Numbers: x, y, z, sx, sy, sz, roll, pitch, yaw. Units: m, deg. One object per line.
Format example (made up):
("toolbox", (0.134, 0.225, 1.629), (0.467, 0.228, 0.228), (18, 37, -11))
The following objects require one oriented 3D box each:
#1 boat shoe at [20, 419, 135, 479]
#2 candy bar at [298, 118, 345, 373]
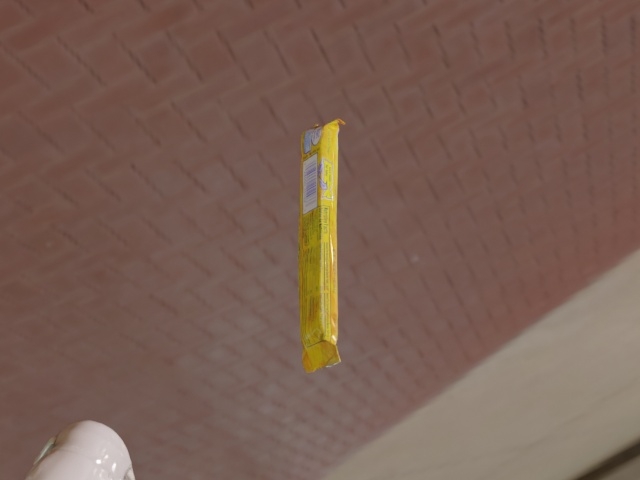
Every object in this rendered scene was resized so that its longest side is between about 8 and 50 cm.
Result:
("boat shoe", (-0.158, 0.191, 0.862), (0.267, 0.096, 0.088), (97, 18, -60))
("candy bar", (0.000, 0.000, 0.818), (0.018, 0.161, 0.040), (9, 162, -29))
